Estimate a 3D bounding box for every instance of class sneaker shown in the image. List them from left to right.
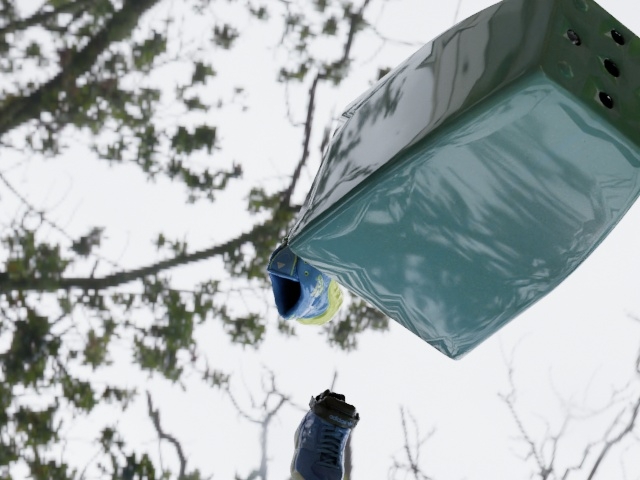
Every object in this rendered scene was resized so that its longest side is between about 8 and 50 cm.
[{"bbox_3d":[0.000,0.000,1.390,0.091,0.240,0.126,16,-167,28],"label":"sneaker"},{"bbox_3d":[0.008,0.222,1.225,0.058,0.084,0.152,24,-163,-10],"label":"sneaker"}]

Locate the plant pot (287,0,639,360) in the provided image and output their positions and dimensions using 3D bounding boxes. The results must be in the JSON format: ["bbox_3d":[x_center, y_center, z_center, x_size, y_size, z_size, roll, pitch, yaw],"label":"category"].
[{"bbox_3d":[0.124,-0.061,0.781,0.166,0.234,0.165,34,-132,-14],"label":"plant pot"}]
